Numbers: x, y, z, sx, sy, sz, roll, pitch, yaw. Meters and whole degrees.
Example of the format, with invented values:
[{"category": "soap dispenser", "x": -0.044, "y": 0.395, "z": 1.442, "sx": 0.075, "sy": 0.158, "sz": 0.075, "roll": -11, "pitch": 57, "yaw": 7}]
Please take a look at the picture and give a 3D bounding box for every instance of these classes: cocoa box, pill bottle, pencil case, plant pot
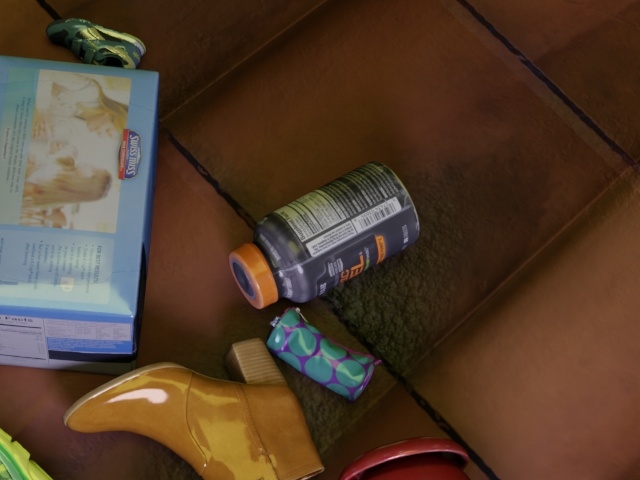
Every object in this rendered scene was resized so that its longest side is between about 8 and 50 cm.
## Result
[{"category": "cocoa box", "x": -0.333, "y": -0.030, "z": 1.749, "sx": 0.231, "sy": 0.228, "sz": 0.347, "roll": 5, "pitch": 66, "yaw": -6}, {"category": "pill bottle", "x": 0.000, "y": 0.000, "z": 1.838, "sx": 0.246, "sy": 0.130, "sz": 0.130, "roll": -28, "pitch": 73, "yaw": -18}, {"category": "pencil case", "x": 0.000, "y": 0.149, "z": 1.809, "sx": 0.152, "sy": 0.064, "sz": 0.070, "roll": 32, "pitch": 91, "yaw": 5}, {"category": "plant pot", "x": 0.113, "y": 0.345, "z": 1.676, "sx": 0.191, "sy": 0.191, "sz": 0.174, "roll": -9, "pitch": 63, "yaw": -12}]

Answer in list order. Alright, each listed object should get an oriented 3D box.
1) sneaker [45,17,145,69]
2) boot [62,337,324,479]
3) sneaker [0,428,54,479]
[{"category": "sneaker", "x": -0.326, "y": -0.275, "z": 1.953, "sx": 0.144, "sy": 0.053, "sz": 0.059, "roll": 15, "pitch": 68, "yaw": 0}, {"category": "boot", "x": -0.155, "y": 0.257, "z": 1.720, "sx": 0.295, "sy": 0.104, "sz": 0.211, "roll": -17, "pitch": 70, "yaw": -19}, {"category": "sneaker", "x": -0.401, "y": 0.308, "z": 1.659, "sx": 0.295, "sy": 0.109, "sz": 0.123, "roll": 41, "pitch": 64, "yaw": 9}]
